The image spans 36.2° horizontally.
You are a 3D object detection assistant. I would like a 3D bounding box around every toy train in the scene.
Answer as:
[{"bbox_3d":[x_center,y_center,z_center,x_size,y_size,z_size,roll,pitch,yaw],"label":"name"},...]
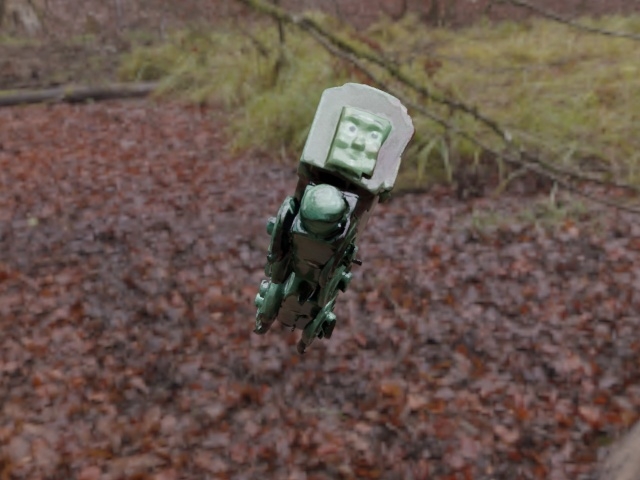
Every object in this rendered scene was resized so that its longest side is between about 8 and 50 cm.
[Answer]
[{"bbox_3d":[0.000,0.000,0.394,0.038,0.071,0.148,22,-23,1],"label":"toy train"}]
